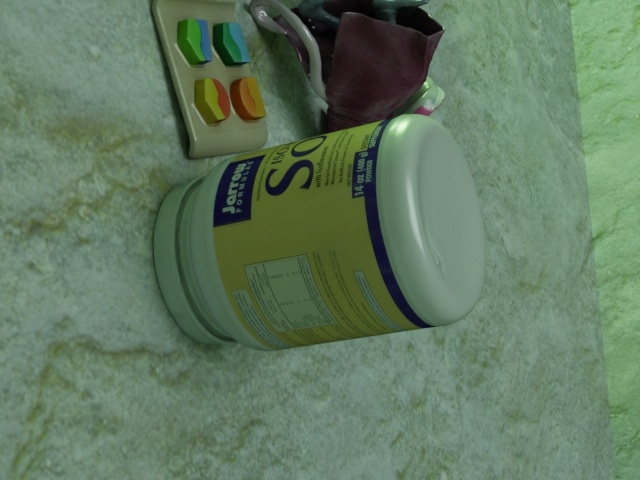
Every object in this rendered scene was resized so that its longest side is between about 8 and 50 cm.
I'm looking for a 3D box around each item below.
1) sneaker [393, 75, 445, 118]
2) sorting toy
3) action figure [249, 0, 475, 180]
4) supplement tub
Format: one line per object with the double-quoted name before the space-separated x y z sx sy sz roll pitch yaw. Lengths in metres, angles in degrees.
"sneaker" 0.122 -0.268 1.887 0.111 0.103 0.252 43 12 -30
"sorting toy" -0.132 -0.215 1.468 0.193 0.038 0.208 -18 96 -63
"action figure" 0.060 -0.176 1.665 0.276 0.248 0.370 -13 120 -31
"supplement tub" 0.000 0.000 1.318 0.241 0.331 0.241 34 51 -55
